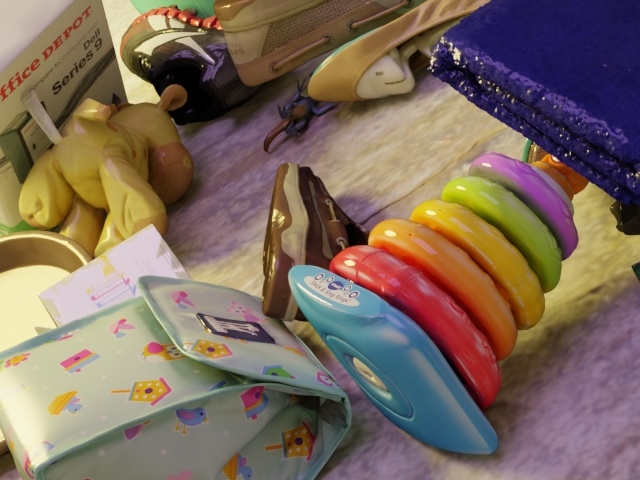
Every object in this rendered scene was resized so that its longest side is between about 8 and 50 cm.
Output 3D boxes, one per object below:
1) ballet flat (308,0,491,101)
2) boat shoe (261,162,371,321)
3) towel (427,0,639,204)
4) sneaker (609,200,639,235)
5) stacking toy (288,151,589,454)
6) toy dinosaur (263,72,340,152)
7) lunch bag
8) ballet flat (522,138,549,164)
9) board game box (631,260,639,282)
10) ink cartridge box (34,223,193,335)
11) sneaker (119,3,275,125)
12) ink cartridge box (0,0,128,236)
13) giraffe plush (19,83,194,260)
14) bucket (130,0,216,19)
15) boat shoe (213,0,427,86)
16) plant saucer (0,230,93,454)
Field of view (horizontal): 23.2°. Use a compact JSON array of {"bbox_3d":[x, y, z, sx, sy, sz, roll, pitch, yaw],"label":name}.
[{"bbox_3d":[0.095,-0.195,1.593,0.232,0.080,0.073,-33,62,8],"label":"ballet flat"},{"bbox_3d":[-0.001,0.007,1.422,0.095,0.095,0.257,9,27,-5],"label":"boat shoe"},{"bbox_3d":[0.265,-0.156,1.238,0.308,0.076,0.228,-34,52,-30],"label":"towel"},{"bbox_3d":[0.277,-0.064,1.268,0.085,0.058,0.152,-3,50,28],"label":"sneaker"},{"bbox_3d":[0.138,0.000,1.209,0.302,0.165,0.175,-45,34,-14],"label":"stacking toy"},{"bbox_3d":[-0.024,-0.145,1.666,0.090,0.047,0.082,-30,13,27],"label":"toy dinosaur"},{"bbox_3d":[-0.125,0.137,1.286,0.262,0.160,0.223,-24,26,-14],"label":"lunch bag"},{"bbox_3d":[0.289,-0.159,1.350,0.106,0.107,0.316,24,63,23],"label":"ballet flat"},{"bbox_3d":[0.365,0.003,1.132,0.260,0.030,0.136,-28,35,10],"label":"board game box"},{"bbox_3d":[-0.184,0.073,1.436,0.143,0.092,0.090,-33,60,-10],"label":"ink cartridge box"},{"bbox_3d":[-0.162,-0.201,1.802,0.276,0.097,0.135,12,53,47],"label":"sneaker"},{"bbox_3d":[-0.327,-0.151,1.695,0.121,0.289,0.211,30,65,20],"label":"ink cartridge box"},{"bbox_3d":[-0.209,-0.079,1.652,0.181,0.210,0.170,-13,9,35],"label":"giraffe plush"},{"bbox_3d":[-0.139,-0.376,1.931,0.281,0.183,0.281,-23,35,17],"label":"bucket"},{"bbox_3d":[0.060,-0.263,1.677,0.341,0.110,0.121,-18,19,0],"label":"boat shoe"},{"bbox_3d":[-0.330,0.112,1.562,0.278,0.041,0.278,-16,49,19],"label":"plant saucer"}]
